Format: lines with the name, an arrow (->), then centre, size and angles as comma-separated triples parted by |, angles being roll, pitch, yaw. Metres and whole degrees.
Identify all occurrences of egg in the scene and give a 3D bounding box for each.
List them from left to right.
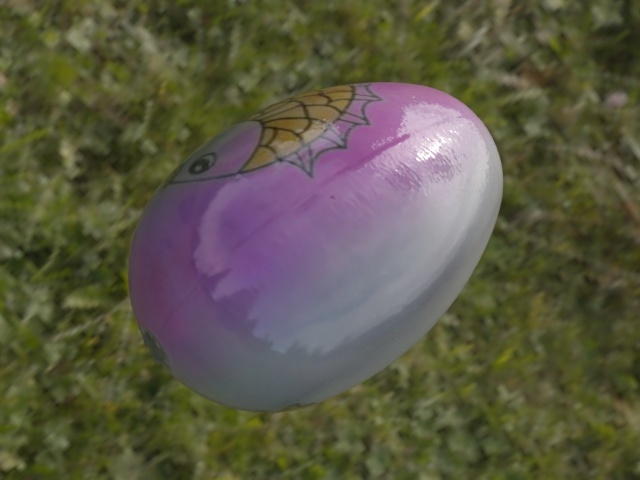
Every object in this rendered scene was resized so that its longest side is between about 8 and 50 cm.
egg -> 0.000, 0.000, 1.254 | 0.271, 0.196, 0.196 | -28, 84, -33
